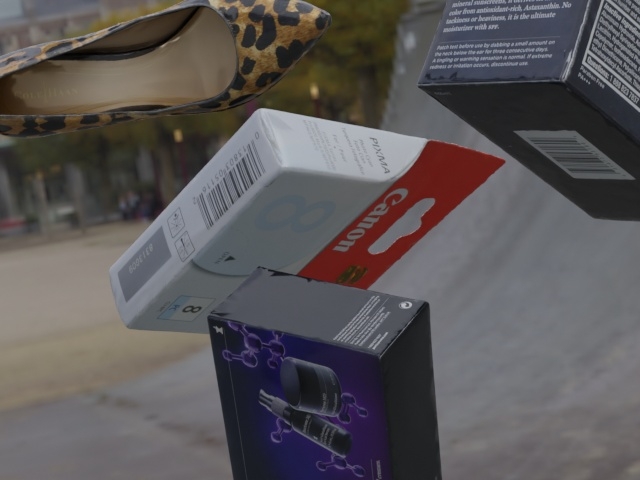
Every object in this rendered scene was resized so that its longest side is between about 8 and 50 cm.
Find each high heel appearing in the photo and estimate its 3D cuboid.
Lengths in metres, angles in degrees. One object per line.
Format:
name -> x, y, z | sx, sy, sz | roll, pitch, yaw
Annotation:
high heel -> -0.134, -0.129, 1.162 | 0.261, 0.093, 0.186 | -10, 9, 32

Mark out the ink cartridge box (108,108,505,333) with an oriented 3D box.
ink cartridge box -> 0.000, 0.000, 1.746 | 0.385, 0.091, 0.308 | 8, -40, -40

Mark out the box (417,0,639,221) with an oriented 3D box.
box -> 0.282, -0.205, 1.422 | 0.183, 0.294, 0.296 | 5, -21, 48

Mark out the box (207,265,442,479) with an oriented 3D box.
box -> 0.009, 0.172, 1.444 | 0.184, 0.261, 0.103 | 12, 35, 30
